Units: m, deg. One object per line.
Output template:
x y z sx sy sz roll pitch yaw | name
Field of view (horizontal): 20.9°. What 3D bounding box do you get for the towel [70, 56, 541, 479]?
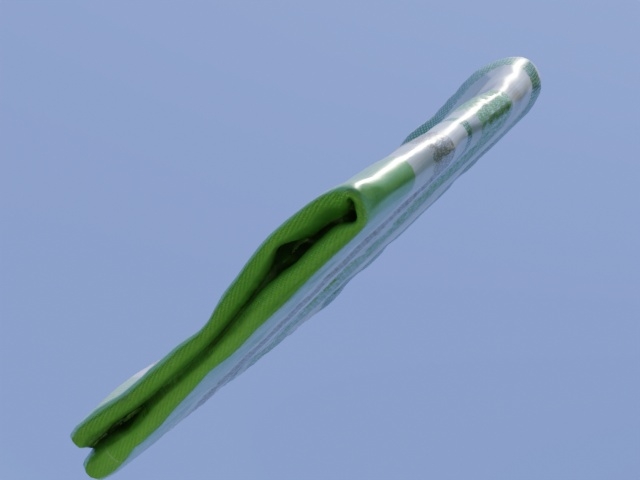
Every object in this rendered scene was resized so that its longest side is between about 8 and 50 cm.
0.000 0.000 0.470 0.023 0.152 0.113 47 -63 4 | towel
